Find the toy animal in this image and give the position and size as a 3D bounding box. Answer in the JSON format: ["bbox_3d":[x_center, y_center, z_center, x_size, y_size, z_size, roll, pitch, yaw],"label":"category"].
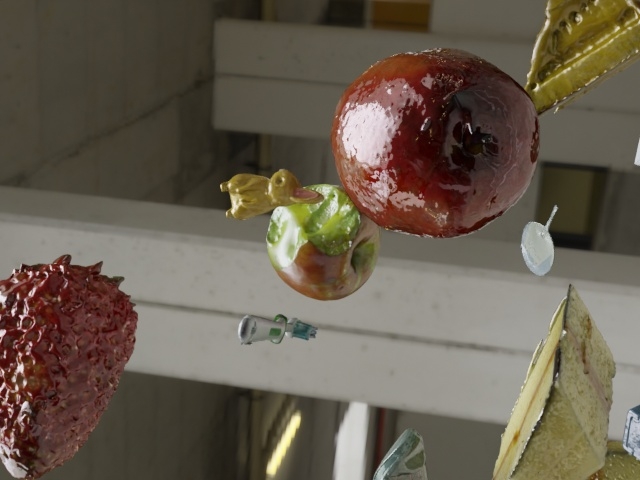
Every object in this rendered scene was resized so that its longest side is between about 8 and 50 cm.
[{"bbox_3d":[-0.067,-0.074,1.602,0.083,0.159,0.070,-37,-61,-58],"label":"toy animal"}]

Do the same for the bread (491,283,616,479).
[{"bbox_3d":[0.409,0.351,2.089,0.242,0.405,0.346,49,-157,-13],"label":"bread"}]

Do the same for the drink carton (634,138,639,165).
[{"bbox_3d":[0.696,-0.142,1.761,0.106,0.314,0.131,137,151,-70],"label":"drink carton"}]

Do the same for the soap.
[{"bbox_3d":[0.487,-0.446,2.105,0.169,0.338,0.304,-16,-104,-56],"label":"soap"}]

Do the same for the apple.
[{"bbox_3d":[0.000,0.000,2.181,0.246,0.226,0.246,-37,-43,-45],"label":"apple"}]

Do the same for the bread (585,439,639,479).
[{"bbox_3d":[0.599,0.486,2.224,0.142,0.266,0.178,61,-147,-35],"label":"bread"}]

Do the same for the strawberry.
[{"bbox_3d":[-0.445,0.205,1.733,0.292,0.292,0.343,83,-177,-51],"label":"strawberry"}]

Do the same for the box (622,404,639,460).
[{"bbox_3d":[0.385,0.222,1.164,0.099,0.054,0.074,38,132,51],"label":"box"}]

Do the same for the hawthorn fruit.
[{"bbox_3d":[0.170,-0.136,1.461,0.369,0.284,0.285,-146,61,-76],"label":"hawthorn fruit"}]

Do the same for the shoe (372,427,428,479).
[{"bbox_3d":[0.170,0.484,2.143,0.103,0.100,0.251,-42,-20,-36],"label":"shoe"}]

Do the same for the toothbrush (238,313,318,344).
[{"bbox_3d":[-0.061,0.120,1.418,0.418,0.040,0.042,29,-103,-78],"label":"toothbrush"}]

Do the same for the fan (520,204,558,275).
[{"bbox_3d":[0.454,-0.006,2.137,0.175,0.005,0.113,106,147,-42],"label":"fan"}]
